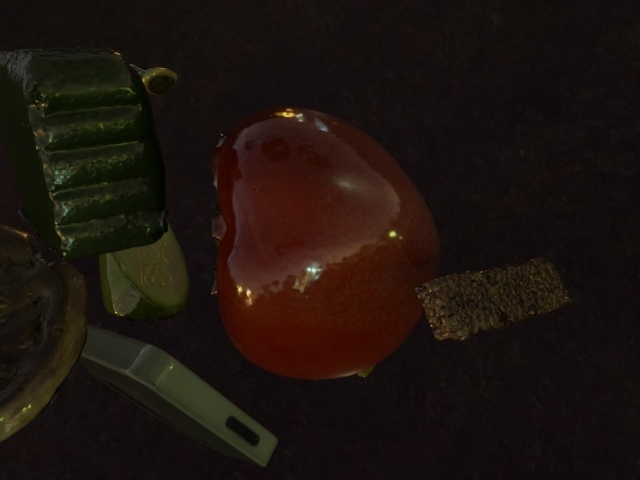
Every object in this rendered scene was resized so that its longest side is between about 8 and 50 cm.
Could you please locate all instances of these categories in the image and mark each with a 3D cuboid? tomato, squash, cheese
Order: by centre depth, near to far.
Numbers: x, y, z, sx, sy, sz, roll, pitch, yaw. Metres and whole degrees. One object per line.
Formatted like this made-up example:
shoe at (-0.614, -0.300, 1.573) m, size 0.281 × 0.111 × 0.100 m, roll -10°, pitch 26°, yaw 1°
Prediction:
tomato at (0.000, 0.000, 0.732) m, size 0.273 × 0.341 × 0.341 m, roll 0°, pitch 50°, yaw -5°
squash at (-0.365, 0.018, 1.189) m, size 0.189 × 0.189 × 0.260 m, roll 14°, pitch 105°, yaw 33°
cheese at (-0.448, -0.427, 1.490) m, size 0.086 × 0.162 × 0.036 m, roll -35°, pitch 76°, yaw 18°

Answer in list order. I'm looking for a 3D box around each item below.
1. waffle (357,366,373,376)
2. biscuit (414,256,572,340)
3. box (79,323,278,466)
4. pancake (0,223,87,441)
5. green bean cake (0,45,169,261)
waffle at (0.139, 0.152, 1.075) m, size 0.059 × 0.243 × 0.237 m, roll 32°, pitch 78°, yaw 13°
biscuit at (0.184, 0.057, 0.586) m, size 0.034 × 0.199 × 0.064 m, roll -38°, pitch 66°, yaw 51°
box at (-0.308, 0.317, 1.166) m, size 0.373 × 0.367 × 0.090 m, roll 0°, pitch 50°, yaw 47°
pancake at (-0.515, 0.121, 0.783) m, size 0.382 × 0.071 × 0.382 m, roll 5°, pitch 55°, yaw -7°
green bean cake at (-0.314, -0.123, 0.750) m, size 0.156 × 0.249 × 0.247 m, roll -16°, pitch 25°, yaw -34°
